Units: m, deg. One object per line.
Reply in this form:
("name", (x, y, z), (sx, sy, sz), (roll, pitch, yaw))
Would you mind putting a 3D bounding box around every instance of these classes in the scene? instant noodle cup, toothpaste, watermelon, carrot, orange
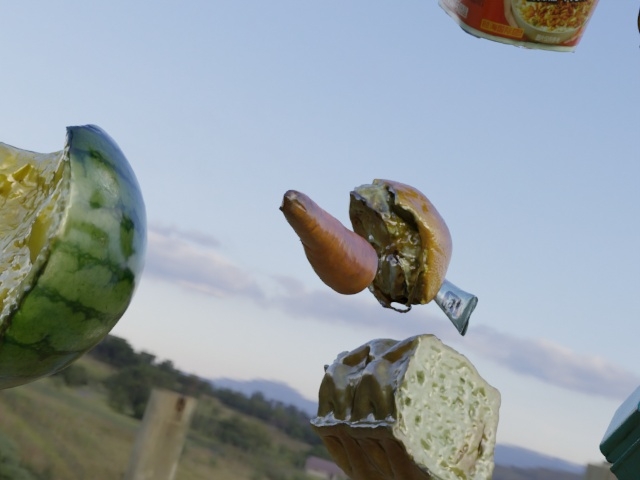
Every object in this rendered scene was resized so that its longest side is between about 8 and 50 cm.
("instant noodle cup", (0.314, -0.451, 1.513), (0.293, 0.308, 0.294), (11, 29, -6))
("toothpaste", (0.182, 0.082, 1.475), (0.036, 0.056, 0.205), (17, 7, -9))
("watermelon", (-0.293, 0.028, 1.128), (0.189, 0.331, 0.330), (24, -13, -32))
("carrot", (0.000, 0.000, 0.982), (0.061, 0.061, 0.256), (13, -12, 23))
("orange", (0.101, 0.002, 1.277), (0.112, 0.160, 0.170), (-13, -38, -26))

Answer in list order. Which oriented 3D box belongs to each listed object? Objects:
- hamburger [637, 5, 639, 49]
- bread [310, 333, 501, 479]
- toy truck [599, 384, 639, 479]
("hamburger", (0.425, -0.215, 1.114), (0.144, 0.156, 0.283), (53, -3, -24))
("bread", (0.119, 0.247, 1.495), (0.196, 0.239, 0.252), (17, -23, -23))
("toy truck", (0.371, 0.238, 0.984), (0.124, 0.253, 0.114), (-9, -36, -30))
